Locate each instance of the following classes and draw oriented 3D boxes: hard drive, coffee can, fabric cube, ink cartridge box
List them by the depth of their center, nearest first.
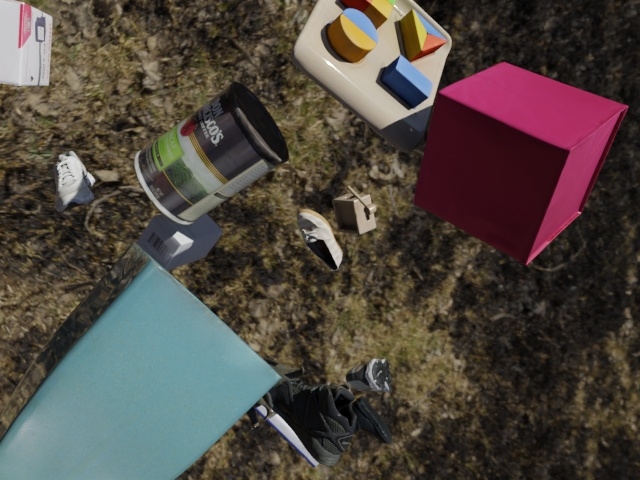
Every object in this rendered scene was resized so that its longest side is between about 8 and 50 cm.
[{"bbox_3d":[0.373,-0.159,1.121,0.259,0.258,0.254,-31,141,-37],"label":"fabric cube"},{"bbox_3d":[-0.237,-0.187,1.289,0.275,0.201,0.201,-31,121,16],"label":"coffee can"},{"bbox_3d":[-0.684,-0.439,1.310,0.100,0.237,0.171,7,103,-13],"label":"ink cartridge box"},{"bbox_3d":[-0.102,0.509,1.724,0.319,0.210,0.040,42,97,10],"label":"hard drive"}]

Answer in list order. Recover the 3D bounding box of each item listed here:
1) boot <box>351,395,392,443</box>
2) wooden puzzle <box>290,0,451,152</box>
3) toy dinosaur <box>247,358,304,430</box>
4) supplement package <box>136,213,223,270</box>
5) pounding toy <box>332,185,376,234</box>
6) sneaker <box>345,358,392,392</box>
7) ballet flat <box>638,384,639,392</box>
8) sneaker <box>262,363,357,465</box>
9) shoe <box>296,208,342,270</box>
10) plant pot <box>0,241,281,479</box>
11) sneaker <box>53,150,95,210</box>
[{"bbox_3d":[0.068,0.363,1.128,0.099,0.045,0.121,-34,106,13],"label":"boot"},{"bbox_3d":[0.133,-0.402,1.195,0.322,0.080,0.347,35,59,-21],"label":"wooden puzzle"},{"bbox_3d":[-0.153,0.366,1.465,0.121,0.313,0.160,-23,72,-37],"label":"toy dinosaur"},{"bbox_3d":[-0.352,-0.007,1.477,0.105,0.105,0.179,-51,167,25],"label":"supplement package"},{"bbox_3d":[0.144,-0.121,2.101,0.094,0.206,0.181,-23,109,-32],"label":"pounding toy"},{"bbox_3d":[0.152,0.409,1.762,0.271,0.108,0.100,41,40,-64],"label":"sneaker"},{"bbox_3d":[0.792,0.262,1.292,0.248,0.086,0.086,-50,121,-20],"label":"ballet flat"},{"bbox_3d":[-0.020,0.280,1.063,0.130,0.227,0.087,-56,148,11],"label":"sneaker"},{"bbox_3d":[0.000,0.000,1.602,0.219,0.077,0.058,53,36,-37],"label":"shoe"},{"bbox_3d":[-0.195,0.149,0.568,0.234,0.165,0.165,-48,111,-11],"label":"plant pot"},{"bbox_3d":[-0.709,-0.168,1.649,0.110,0.292,0.118,-20,118,-13],"label":"sneaker"}]
